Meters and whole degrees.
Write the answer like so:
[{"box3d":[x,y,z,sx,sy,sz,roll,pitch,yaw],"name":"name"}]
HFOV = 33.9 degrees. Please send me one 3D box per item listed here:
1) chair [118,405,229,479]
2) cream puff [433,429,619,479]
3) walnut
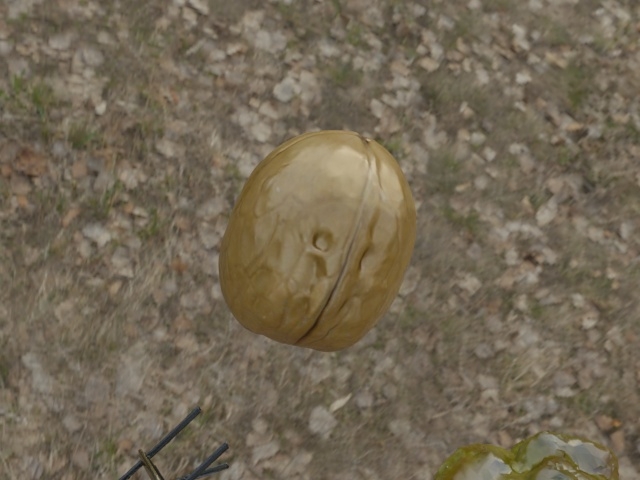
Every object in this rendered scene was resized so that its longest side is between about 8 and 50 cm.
[{"box3d":[-0.263,0.442,1.828,0.246,0.158,0.172,-27,114,-16],"name":"chair"},{"box3d":[0.157,0.270,0.811,0.244,0.196,0.244,6,43,-6],"name":"cream puff"},{"box3d":[0.000,0.000,0.926,0.165,0.165,0.197,29,101,-2],"name":"walnut"}]
